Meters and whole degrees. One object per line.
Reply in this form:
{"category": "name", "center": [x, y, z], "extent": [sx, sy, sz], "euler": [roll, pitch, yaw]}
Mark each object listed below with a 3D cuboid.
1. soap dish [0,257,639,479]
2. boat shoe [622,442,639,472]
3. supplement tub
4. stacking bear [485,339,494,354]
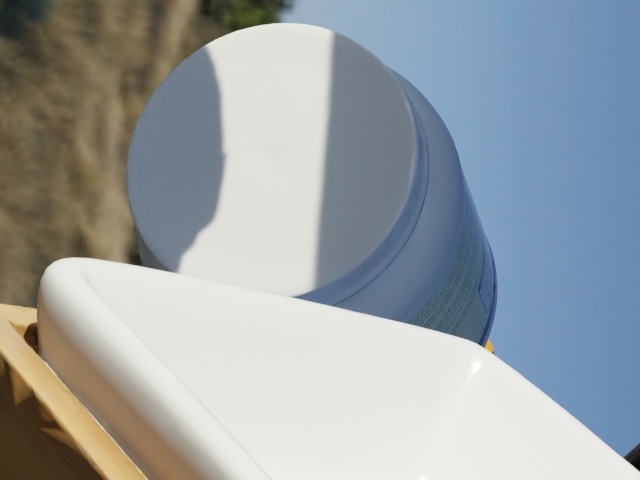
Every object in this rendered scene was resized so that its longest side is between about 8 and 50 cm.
{"category": "soap dish", "center": [0.016, 0.120, 0.648], "extent": [0.229, 0.291, 0.118], "euler": [40, -71, 41]}
{"category": "boat shoe", "center": [0.228, 0.215, 1.269], "extent": [0.267, 0.088, 0.096], "euler": [-46, -161, 35]}
{"category": "supplement tub", "center": [0.000, 0.000, 1.230], "extent": [0.325, 0.235, 0.235], "euler": [59, 37, -67]}
{"category": "stacking bear", "center": [0.085, 0.106, 1.588], "extent": [0.289, 0.164, 0.175], "euler": [27, 58, -69]}
